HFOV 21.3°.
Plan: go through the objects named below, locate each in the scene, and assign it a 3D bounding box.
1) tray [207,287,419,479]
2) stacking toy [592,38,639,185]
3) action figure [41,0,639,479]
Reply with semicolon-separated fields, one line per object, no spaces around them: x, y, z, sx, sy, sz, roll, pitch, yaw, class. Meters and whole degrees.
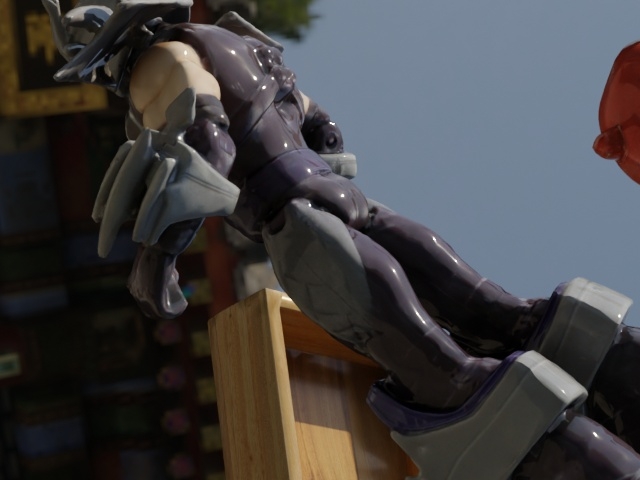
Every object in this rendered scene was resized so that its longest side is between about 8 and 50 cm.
0.034;0.252;1.229;0.076;0.203;0.411;-30;-122;38;tray
0.280;-0.118;1.172;0.130;0.309;0.279;-35;-129;26;stacking toy
0.000;0.000;0.613;0.285;0.185;0.099;42;-66;13;action figure
